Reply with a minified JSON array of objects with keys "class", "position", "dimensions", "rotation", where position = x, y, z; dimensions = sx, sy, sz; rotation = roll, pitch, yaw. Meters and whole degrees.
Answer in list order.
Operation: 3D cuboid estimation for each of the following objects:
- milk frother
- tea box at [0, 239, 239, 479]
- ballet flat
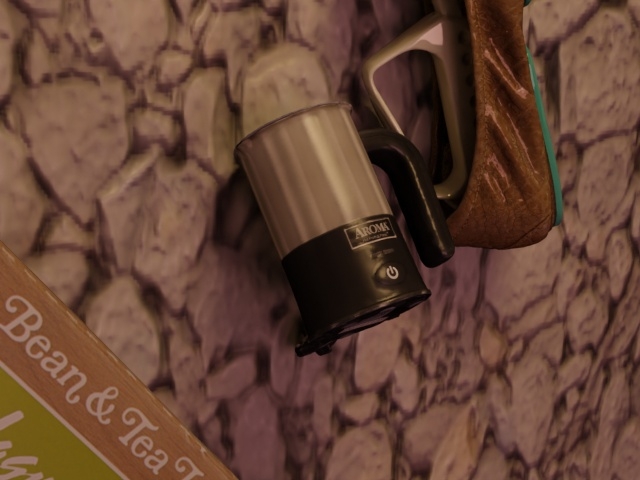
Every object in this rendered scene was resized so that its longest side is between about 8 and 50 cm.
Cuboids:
[{"class":"milk frother","position":[0.000,0.000,0.803],"dimensions":[0.129,0.143,0.135],"rotation":[-8,73,-51]},{"class":"tea box","position":[-0.261,0.126,0.580],"dimensions":[0.323,0.220,0.329],"rotation":[-48,123,-14]},{"class":"ballet flat","position":[0.085,-0.145,0.821],"dimensions":[0.124,0.116,0.342],"rotation":[-14,115,-10]}]
